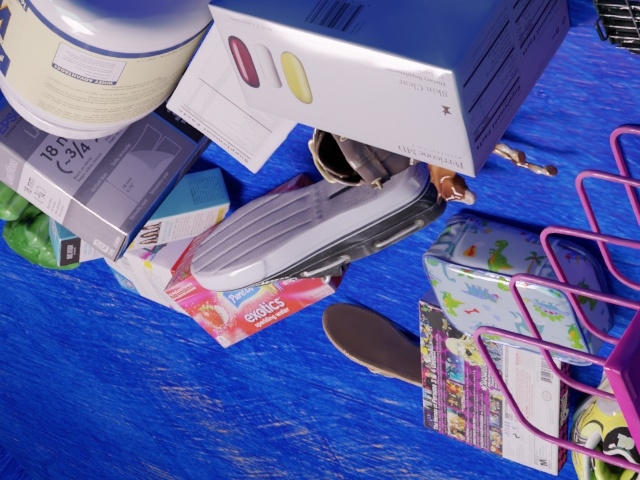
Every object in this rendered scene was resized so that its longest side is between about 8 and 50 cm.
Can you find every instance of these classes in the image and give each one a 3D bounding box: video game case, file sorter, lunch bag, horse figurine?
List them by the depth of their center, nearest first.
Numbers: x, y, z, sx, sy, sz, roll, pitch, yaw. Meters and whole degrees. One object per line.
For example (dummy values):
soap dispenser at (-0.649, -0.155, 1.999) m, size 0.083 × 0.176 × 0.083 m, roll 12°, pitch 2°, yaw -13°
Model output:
file sorter at (0.312, 0.055, 1.423) m, size 0.182 × 0.290 × 0.202 m, roll 16°, pitch 149°, yaw 40°
horse figurine at (0.139, -0.136, 1.548) m, size 0.174 × 0.066 × 0.263 m, roll 12°, pitch 149°, yaw 51°
lunch bag at (0.240, 0.063, 1.746) m, size 0.219 × 0.090 × 0.176 m, roll 14°, pitch 146°, yaw 37°
video game case at (0.234, 0.191, 1.946) m, size 0.210 × 0.042 × 0.232 m, roll 17°, pitch 131°, yaw 28°

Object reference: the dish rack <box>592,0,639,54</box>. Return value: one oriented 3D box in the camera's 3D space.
dish rack at (0.296, -0.249, 1.173) m, size 0.208 × 0.074 × 0.271 m, roll 14°, pitch 149°, yaw 39°

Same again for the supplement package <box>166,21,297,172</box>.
supplement package at (-0.057, -0.201, 1.599) m, size 0.139 × 0.134 × 0.244 m, roll 37°, pitch 154°, yaw -5°

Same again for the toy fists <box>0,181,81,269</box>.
toy fists at (-0.513, -0.050, 2.458) m, size 0.279 × 0.096 × 0.142 m, roll 49°, pitch 161°, yaw -30°

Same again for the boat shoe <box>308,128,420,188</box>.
boat shoe at (0.038, -0.112, 1.573) m, size 0.116 × 0.097 × 0.324 m, roll 56°, pitch 172°, yaw -12°

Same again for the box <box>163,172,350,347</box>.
box at (-0.079, 0.031, 1.970) m, size 0.128 × 0.122 × 0.257 m, roll 44°, pitch 137°, yaw -17°

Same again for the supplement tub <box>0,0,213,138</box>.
supplement tub at (-0.244, -0.262, 1.601) m, size 0.235 × 0.235 × 0.325 m, roll 37°, pitch 154°, yaw -5°

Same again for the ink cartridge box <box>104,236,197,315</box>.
ink cartridge box at (-0.233, 0.046, 2.299) m, size 0.231 × 0.078 × 0.134 m, roll 20°, pitch 151°, yaw 29°

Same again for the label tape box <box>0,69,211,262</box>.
label tape box at (-0.321, -0.169, 1.845) m, size 0.334 × 0.240 × 0.106 m, roll 35°, pitch 155°, yaw -1°

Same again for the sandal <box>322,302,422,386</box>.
sandal at (0.107, 0.177, 2.106) m, size 0.240 × 0.088 × 0.079 m, roll 23°, pitch 147°, yaw 13°

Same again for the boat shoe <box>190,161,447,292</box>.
boat shoe at (0.000, 0.000, 1.763) m, size 0.335 × 0.121 × 0.119 m, roll -22°, pitch 131°, yaw 24°

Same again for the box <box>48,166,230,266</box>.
box at (-0.255, -0.033, 2.022) m, size 0.100 × 0.244 × 0.060 m, roll 115°, pitch 139°, yaw -64°

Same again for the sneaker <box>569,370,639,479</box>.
sneaker at (0.379, 0.274, 1.878) m, size 0.145 × 0.147 × 0.384 m, roll 24°, pitch 154°, yaw 18°

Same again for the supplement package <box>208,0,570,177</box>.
supplement package at (0.068, -0.209, 1.354) m, size 0.262 × 0.204 × 0.145 m, roll 19°, pitch 151°, yaw 29°
